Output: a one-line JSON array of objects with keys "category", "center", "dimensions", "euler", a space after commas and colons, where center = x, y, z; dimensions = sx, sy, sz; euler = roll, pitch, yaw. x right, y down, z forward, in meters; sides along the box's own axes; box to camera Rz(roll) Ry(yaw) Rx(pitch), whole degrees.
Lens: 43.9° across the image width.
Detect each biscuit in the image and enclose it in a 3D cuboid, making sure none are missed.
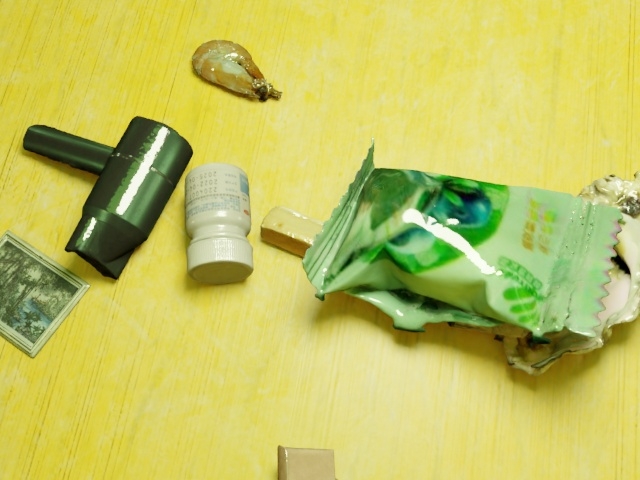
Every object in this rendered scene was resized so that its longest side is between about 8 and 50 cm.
[{"category": "biscuit", "center": [0.000, 0.000, 1.236], "dimensions": [0.188, 0.052, 0.056], "euler": [21, 60, 10]}]

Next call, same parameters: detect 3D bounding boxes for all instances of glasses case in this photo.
[{"category": "glasses case", "center": [-0.013, 0.381, 1.081], "dimensions": [0.102, 0.070, 0.194], "euler": [8, 63, -23]}]

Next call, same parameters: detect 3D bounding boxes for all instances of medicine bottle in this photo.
[{"category": "medicine bottle", "center": [-0.158, -0.027, 1.230], "dimensions": [0.105, 0.105, 0.168], "euler": [-6, 67, 2]}]

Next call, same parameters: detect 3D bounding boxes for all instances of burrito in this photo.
[{"category": "burrito", "center": [0.233, 0.110, 1.141], "dimensions": [0.149, 0.055, 0.041], "euler": [9, 106, 40]}]

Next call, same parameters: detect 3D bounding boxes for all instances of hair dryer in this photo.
[{"category": "hair dryer", "center": [-0.386, -0.092, 1.286], "dimensions": [0.302, 0.116, 0.244], "euler": [18, 70, 23]}]

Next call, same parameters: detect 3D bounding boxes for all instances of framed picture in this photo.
[{"category": "framed picture", "center": [-0.477, 0.080, 1.258], "dimensions": [0.183, 0.011, 0.142], "euler": [31, 73, 15]}]

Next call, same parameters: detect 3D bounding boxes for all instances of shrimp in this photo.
[{"category": "shrimp", "center": [-0.143, -0.293, 1.371], "dimensions": [0.184, 0.043, 0.091], "euler": [36, 71, 18]}]

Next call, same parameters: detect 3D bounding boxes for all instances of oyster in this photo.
[{"category": "oyster", "center": [0.391, 0.052, 1.172], "dimensions": [0.354, 0.107, 0.201], "euler": [-45, 51, -1]}]

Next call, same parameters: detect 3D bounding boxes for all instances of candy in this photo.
[{"category": "candy", "center": [0.207, 0.004, 1.116], "dimensions": [0.397, 0.172, 0.263], "euler": [9, 57, 20]}]
